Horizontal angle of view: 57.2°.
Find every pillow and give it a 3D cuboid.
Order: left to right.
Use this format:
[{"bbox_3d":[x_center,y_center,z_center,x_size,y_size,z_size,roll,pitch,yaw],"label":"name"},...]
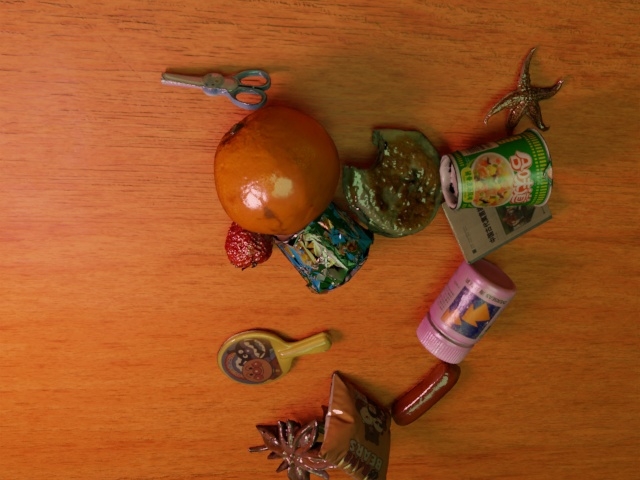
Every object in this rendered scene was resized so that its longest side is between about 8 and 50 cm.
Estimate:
[{"bbox_3d":[0.123,0.625,1.890,0.119,0.312,0.310,-26,123,33],"label":"pillow"}]

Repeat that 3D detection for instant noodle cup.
[{"bbox_3d":[0.000,0.000,1.546,0.240,0.240,0.178,-38,112,14],"label":"instant noodle cup"},{"bbox_3d":[0.437,-0.169,1.492,0.232,0.207,0.207,-9,121,-3],"label":"instant noodle cup"}]

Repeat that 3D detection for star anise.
[{"bbox_3d":[-0.084,0.698,1.967,0.292,0.109,0.349,48,123,15],"label":"star anise"}]

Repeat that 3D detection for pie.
[{"bbox_3d":[0.202,-0.149,1.543,0.302,0.067,0.303,-5,104,-22],"label":"pie"}]

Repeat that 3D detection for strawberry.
[{"bbox_3d":[-0.189,0.002,1.580,0.131,0.131,0.148,9,127,-13],"label":"strawberry"}]

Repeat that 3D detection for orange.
[{"bbox_3d":[-0.105,-0.161,1.386,0.312,0.312,0.312,-3,121,-6],"label":"orange"}]

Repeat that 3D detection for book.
[{"bbox_3d":[0.494,-0.083,1.638,0.282,0.025,0.215,-30,110,-2],"label":"book"}]

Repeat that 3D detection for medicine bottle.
[{"bbox_3d":[0.431,0.208,1.754,0.178,0.178,0.291,22,114,-19],"label":"medicine bottle"}]

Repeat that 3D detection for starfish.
[{"bbox_3d":[0.522,-0.365,1.501,0.213,0.057,0.238,-11,122,-10],"label":"starfish"}]

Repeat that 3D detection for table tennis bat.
[{"bbox_3d":[-0.142,0.358,1.837,0.368,0.054,0.224,-14,122,5],"label":"table tennis bat"}]

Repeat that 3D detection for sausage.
[{"bbox_3d":[0.357,0.523,1.984,0.089,0.083,0.300,39,108,-13],"label":"sausage"}]

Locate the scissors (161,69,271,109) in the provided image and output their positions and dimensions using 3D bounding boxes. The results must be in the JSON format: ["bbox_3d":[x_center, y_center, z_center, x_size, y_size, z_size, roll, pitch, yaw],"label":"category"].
[{"bbox_3d":[-0.247,-0.365,1.377,0.256,0.125,0.030,7,145,2],"label":"scissors"}]

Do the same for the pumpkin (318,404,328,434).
[{"bbox_3d":[0.062,0.677,2.010,0.248,0.131,0.126,36,110,-23],"label":"pumpkin"}]
